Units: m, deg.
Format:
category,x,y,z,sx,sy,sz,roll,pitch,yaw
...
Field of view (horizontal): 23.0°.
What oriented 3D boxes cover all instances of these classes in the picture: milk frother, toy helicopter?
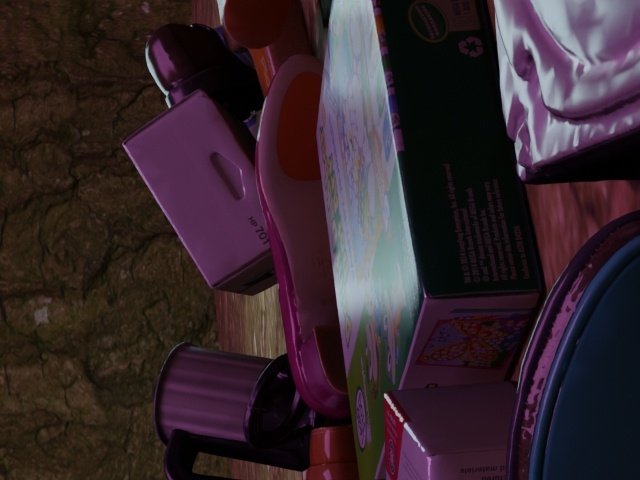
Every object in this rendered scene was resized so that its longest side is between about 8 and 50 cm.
category,x,y,z,sx,sy,sz,roll,pitch,yaw
milk frother,-0.060,0.117,1.163,0.129,0.135,0.143,-61,-30,-46
toy helicopter,-0.031,-0.175,1.182,0.235,0.140,0.355,134,122,-69

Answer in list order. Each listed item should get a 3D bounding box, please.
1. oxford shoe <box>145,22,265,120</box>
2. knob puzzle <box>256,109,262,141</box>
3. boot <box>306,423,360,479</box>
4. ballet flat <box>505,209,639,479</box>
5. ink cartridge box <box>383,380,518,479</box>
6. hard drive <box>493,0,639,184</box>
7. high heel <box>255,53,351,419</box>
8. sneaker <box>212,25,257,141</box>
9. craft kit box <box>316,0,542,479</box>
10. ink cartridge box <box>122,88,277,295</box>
category,x,y,z,sx,sy,sz,roll,pitch,yaw
oxford shoe,-0.097,-0.147,1.370,0.096,0.083,0.227,59,-178,7
knob puzzle,-0.032,-0.131,1.449,0.213,0.030,0.213,179,90,-80
boot,0.017,0.201,1.055,0.197,0.073,0.152,167,103,-80
ballet flat,0.084,0.086,0.440,0.074,0.074,0.203,-122,27,-76
ink cartridge box,0.065,0.143,0.634,0.109,0.063,0.150,-134,41,-79
hard drive,0.082,-0.190,0.345,0.237,0.064,0.339,160,108,-83
high heel,0.000,0.000,1.084,0.117,0.082,0.244,116,141,-74
sneaker,-0.075,-0.126,1.600,0.080,0.081,0.211,109,156,-68
craft kit box,0.043,-0.022,0.793,0.246,0.061,0.250,93,171,-59
ink cartridge box,-0.074,-0.034,1.281,0.139,0.082,0.191,58,-175,7
